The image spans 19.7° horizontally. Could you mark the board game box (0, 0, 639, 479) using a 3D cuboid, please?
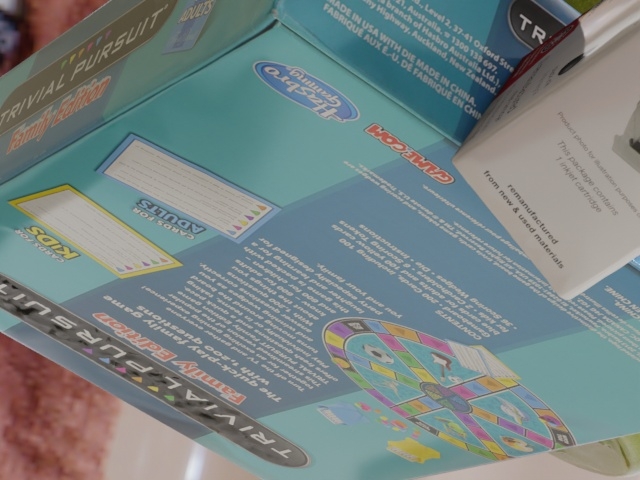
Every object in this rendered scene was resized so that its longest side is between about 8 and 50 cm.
[{"bbox_3d":[0.000,0.000,0.747,0.254,0.336,0.079,33,60,-24],"label":"board game box"}]

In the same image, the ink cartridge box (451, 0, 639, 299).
[{"bbox_3d":[0.115,-0.055,0.532,0.056,0.135,0.099,50,30,-7],"label":"ink cartridge box"}]

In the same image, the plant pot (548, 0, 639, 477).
[{"bbox_3d":[0.199,-0.058,1.141,0.353,0.366,0.366,-51,141,-14],"label":"plant pot"}]
